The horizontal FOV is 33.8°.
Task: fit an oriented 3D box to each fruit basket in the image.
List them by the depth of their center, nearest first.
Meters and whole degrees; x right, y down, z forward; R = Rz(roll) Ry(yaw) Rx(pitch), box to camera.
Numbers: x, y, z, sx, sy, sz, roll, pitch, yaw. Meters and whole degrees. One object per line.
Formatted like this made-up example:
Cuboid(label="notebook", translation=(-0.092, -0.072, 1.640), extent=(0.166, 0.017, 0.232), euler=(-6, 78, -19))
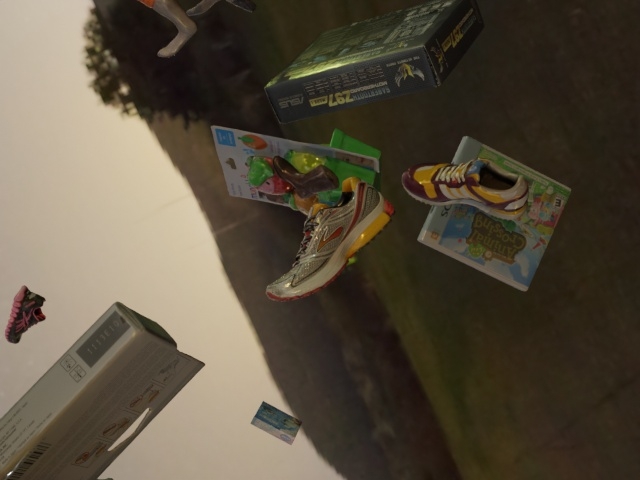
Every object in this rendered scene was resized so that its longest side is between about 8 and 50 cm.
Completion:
Cuboid(label="fruit basket", translation=(-0.048, -0.124, 2.256), extent=(0.327, 0.353, 0.165), euler=(86, -168, -66))

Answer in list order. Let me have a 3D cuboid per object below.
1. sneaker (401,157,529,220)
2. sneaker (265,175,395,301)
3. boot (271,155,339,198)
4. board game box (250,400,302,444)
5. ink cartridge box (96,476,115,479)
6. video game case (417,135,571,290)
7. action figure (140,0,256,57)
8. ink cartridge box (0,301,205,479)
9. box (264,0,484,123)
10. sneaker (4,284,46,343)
Cuboid(label="sneaker", translation=(0.203, -0.088, 1.485), extent=(0.084, 0.185, 0.069), euler=(74, -148, -56))
Cuboid(label="sneaker", translation=(0.000, 0.000, 1.496), extent=(0.092, 0.225, 0.088), euler=(48, 160, -13))
Cuboid(label="boot", translation=(-0.026, -0.126, 1.934), extent=(0.106, 0.037, 0.114), euler=(46, 151, -18))
Cuboid(label="board game box", translation=(-0.085, 0.355, 2.057), extent=(0.090, 0.020, 0.090), euler=(27, -165, 2))
Cuboid(label="ink cartridge box", translation=(-0.367, 0.545, 1.629), extent=(0.330, 0.324, 0.071), euler=(39, 176, -4))
Cuboid(label="video game case", translation=(0.294, -0.044, 1.768), extent=(0.212, 0.193, 0.023), euler=(25, 177, -14))
Cuboid(label="action figure", translation=(-0.206, -0.452, 1.404), extent=(0.330, 0.179, 0.341), euler=(69, -151, -26))
Cuboid(label="ink cartridge box", translation=(-0.296, 0.218, 1.370), extent=(0.060, 0.275, 0.239), euler=(43, 177, 20))
Cuboid(label="box", translation=(0.069, -0.230, 1.323), extent=(0.183, 0.233, 0.059), euler=(-52, -55, -49))
Cuboid(label="sneaker", translation=(-0.491, 0.132, 1.766), extent=(0.047, 0.057, 0.119), euler=(-81, 14, -56))
